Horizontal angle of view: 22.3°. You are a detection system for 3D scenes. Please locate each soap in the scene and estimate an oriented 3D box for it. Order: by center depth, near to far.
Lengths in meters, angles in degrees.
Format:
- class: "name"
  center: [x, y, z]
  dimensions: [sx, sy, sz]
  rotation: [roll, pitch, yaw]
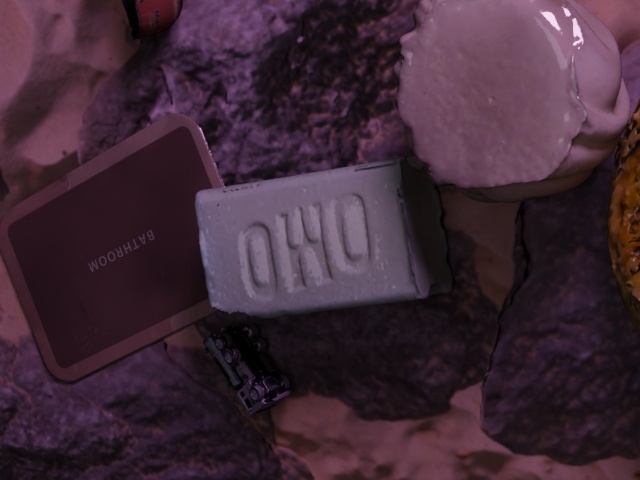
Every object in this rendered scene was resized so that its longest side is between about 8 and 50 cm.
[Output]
- class: "soap"
  center: [0.000, 0.000, 1.304]
  dimensions: [0.198, 0.063, 0.114]
  rotation: [-9, 90, 31]

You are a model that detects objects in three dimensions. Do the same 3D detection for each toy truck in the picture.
- class: "toy truck"
  center: [-0.064, 0.109, 1.376]
  dimensions: [0.083, 0.039, 0.044]
  rotation: [56, 137, 16]

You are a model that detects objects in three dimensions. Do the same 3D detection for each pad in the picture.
- class: "pad"
  center: [-0.180, 0.011, 1.456]
  dimensions: [0.266, 0.002, 0.176]
  rotation: [-27, 82, 32]

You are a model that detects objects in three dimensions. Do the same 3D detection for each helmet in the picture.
- class: "helmet"
  center: [-0.143, -0.211, 1.377]
  dimensions: [0.065, 0.049, 0.084]
  rotation: [100, 156, -53]

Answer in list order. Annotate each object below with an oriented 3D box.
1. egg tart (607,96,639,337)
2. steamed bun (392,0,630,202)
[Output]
- class: "egg tart"
  center: [0.274, -0.024, 1.083]
  dimensions: [0.232, 0.098, 0.252]
  rotation: [-133, 47, -65]
- class: "steamed bun"
  center: [0.140, -0.112, 1.179]
  dimensions: [0.183, 0.106, 0.182]
  rotation: [7, 102, 35]
